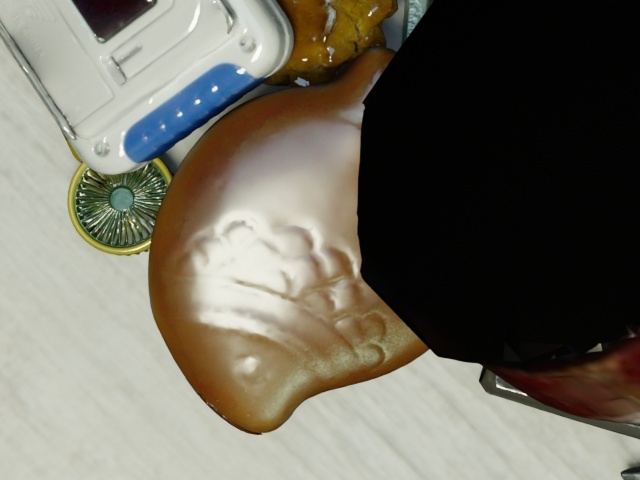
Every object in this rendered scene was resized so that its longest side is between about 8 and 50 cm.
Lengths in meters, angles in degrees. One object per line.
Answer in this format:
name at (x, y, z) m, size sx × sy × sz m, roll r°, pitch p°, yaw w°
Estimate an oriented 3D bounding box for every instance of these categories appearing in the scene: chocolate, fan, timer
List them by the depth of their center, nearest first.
chocolate at (0.267, -0.034, 0.985) m, size 0.331 × 0.384 × 0.383 m, roll 27°, pitch 88°, yaw -37°
timer at (-0.153, -0.187, 1.134) m, size 0.178 × 0.078 × 0.253 m, roll -35°, pitch 89°, yaw 18°
fan at (-0.160, -0.062, 1.212) m, size 0.082 × 0.039 × 0.155 m, roll -26°, pitch 84°, yaw 2°

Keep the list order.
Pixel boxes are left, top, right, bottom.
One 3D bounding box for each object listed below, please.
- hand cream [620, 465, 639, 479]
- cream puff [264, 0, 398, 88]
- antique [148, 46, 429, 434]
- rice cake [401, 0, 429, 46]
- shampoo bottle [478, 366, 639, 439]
hand cream at (0.246, 0.259, 1.165) m, size 0.067 × 0.042 × 0.194 m, roll -11°, pitch 90°, yaw 2°
cream puff at (-0.004, -0.162, 1.187) m, size 0.122 × 0.094 × 0.116 m, roll -29°, pitch 84°, yaw 25°
antique at (0.000, 0.000, 1.140) m, size 0.223 × 0.129 × 0.278 m, roll 30°, pitch 96°, yaw -6°
rice cake at (0.069, -0.156, 1.212) m, size 0.021 × 0.022 × 0.121 m, roll 6°, pitch 87°, yaw -4°
shampoo bottle at (0.239, 0.104, 1.155) m, size 0.246 × 0.080 × 0.079 m, roll 16°, pitch 88°, yaw 4°
